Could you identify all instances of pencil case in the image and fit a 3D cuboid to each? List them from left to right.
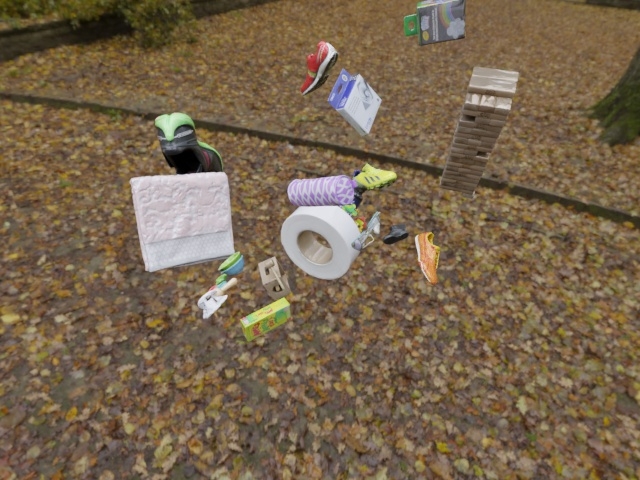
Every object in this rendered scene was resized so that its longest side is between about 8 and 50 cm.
[{"bbox_3d":[0.001,-0.139,1.173,0.206,0.086,0.088,4,40,42],"label":"pencil case"}]

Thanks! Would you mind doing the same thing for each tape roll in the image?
[{"bbox_3d":[0.000,0.000,1.507,0.286,0.286,0.100,21,44,21],"label":"tape roll"}]

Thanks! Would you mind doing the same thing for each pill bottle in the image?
[{"bbox_3d":[0.147,-0.206,2.231,0.123,0.219,0.123,32,6,-4],"label":"pill bottle"}]

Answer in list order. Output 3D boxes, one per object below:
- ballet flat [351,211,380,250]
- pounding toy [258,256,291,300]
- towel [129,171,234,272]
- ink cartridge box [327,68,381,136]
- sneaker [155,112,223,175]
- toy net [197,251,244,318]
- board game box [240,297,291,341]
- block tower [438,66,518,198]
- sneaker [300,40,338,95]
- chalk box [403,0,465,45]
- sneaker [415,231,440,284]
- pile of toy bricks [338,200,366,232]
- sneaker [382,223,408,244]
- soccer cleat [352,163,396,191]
[{"bbox_3d":[0.125,-0.019,1.058,0.041,0.041,0.114,35,84,35],"label":"ballet flat"},{"bbox_3d":[-0.208,0.159,1.767,0.094,0.206,0.181,-24,45,2],"label":"pounding toy"},{"bbox_3d":[-0.459,-0.071,1.452,0.332,0.317,0.053,-11,8,-39],"label":"towel"},{"bbox_3d":[0.152,-0.597,1.793,0.045,0.224,0.223,-16,45,49],"label":"ink cartridge box"},{"bbox_3d":[-0.535,-0.323,1.714,0.185,0.483,0.202,-7,75,7],"label":"sneaker"},{"bbox_3d":[-0.258,0.114,1.032,0.122,0.045,0.232,-30,17,20],"label":"toy net"},{"bbox_3d":[-0.198,0.290,1.544,0.181,0.092,0.043,-25,49,-24],"label":"board game box"},{"bbox_3d":[0.352,-0.231,0.974,0.097,0.335,0.091,14,64,14],"label":"block tower"},{"bbox_3d":[-0.022,-0.772,1.885,0.118,0.279,0.107,48,50,1],"label":"sneaker"},{"bbox_3d":[0.415,-0.801,1.534,0.213,0.132,0.132,-1,35,16],"label":"chalk box"},{"bbox_3d":[0.338,0.051,1.296,0.067,0.064,0.175,-20,62,28],"label":"sneaker"},{"bbox_3d":[0.108,-0.127,1.785,0.212,0.105,0.118,40,3,6],"label":"pile of toy bricks"},{"bbox_3d":[0.355,-0.035,2.025,0.170,0.051,0.089,-15,39,-21],"label":"sneaker"},{"bbox_3d":[0.225,-0.282,1.845,0.093,0.121,0.289,-12,6,-25],"label":"soccer cleat"}]
